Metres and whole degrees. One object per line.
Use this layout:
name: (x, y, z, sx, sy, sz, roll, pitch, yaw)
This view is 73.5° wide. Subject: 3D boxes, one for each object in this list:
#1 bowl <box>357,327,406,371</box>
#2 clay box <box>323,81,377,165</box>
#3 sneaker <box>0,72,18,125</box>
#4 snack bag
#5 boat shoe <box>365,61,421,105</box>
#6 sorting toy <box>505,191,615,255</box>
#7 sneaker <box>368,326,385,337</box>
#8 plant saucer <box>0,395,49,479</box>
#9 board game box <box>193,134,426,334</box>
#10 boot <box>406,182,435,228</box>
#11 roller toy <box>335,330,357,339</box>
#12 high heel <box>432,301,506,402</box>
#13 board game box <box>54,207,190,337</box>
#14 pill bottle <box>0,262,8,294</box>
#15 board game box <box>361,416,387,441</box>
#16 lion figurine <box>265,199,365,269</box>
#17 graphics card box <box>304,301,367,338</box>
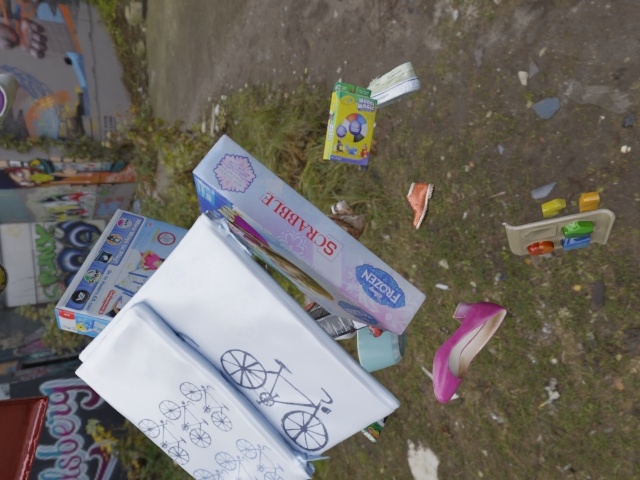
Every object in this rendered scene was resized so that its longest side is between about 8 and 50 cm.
bowl: (0.284, 0.428, 1.906, 0.163, 0.311, 0.312, -5, 90, 22)
clay box: (0.089, -0.337, 1.242, 0.053, 0.127, 0.222, -152, 68, -64)
sneaker: (-0.985, -0.369, 1.269, 0.305, 0.114, 0.152, -36, 35, 22)
snack bag: (-0.117, 0.180, 0.532, 0.323, 0.037, 0.342, 46, 117, -5)
boat shoe: (0.216, -0.516, 1.468, 0.302, 0.109, 0.094, -5, 100, 51)
sorting toy: (0.577, -0.023, 1.042, 0.229, 0.307, 0.041, -9, 67, 25)
sneaker: (0.211, 0.230, 1.670, 0.276, 0.135, 0.097, 68, -168, 8)
plant saucer: (-0.797, 0.507, 1.012, 0.259, 0.047, 0.259, 47, -132, -69)
board game box: (-0.043, 0.010, 0.659, 0.066, 0.318, 0.318, -53, 7, -12)
boot: (0.326, -0.119, 1.443, 0.084, 0.059, 0.158, 14, 90, 20)
roller toy: (0.091, 0.371, 2.040, 0.146, 0.191, 0.209, -14, 64, 34)
high heel: (0.334, 0.250, 0.956, 0.117, 0.082, 0.244, -7, 50, 59)
board game box: (-0.386, 0.097, 1.006, 0.308, 0.301, 0.086, -82, 14, -44)
pill bottle: (-0.904, 0.107, 1.074, 0.208, 0.119, 0.119, -164, 71, -84)
board game box: (0.107, 0.486, 1.339, 0.259, 0.136, 0.030, 44, 142, -6)
lion figurine: (0.000, 0.000, 1.197, 0.392, 0.240, 0.142, -69, -23, -67)
graphics card box: (0.092, 0.241, 1.496, 0.370, 0.233, 0.094, -27, 96, 22)
